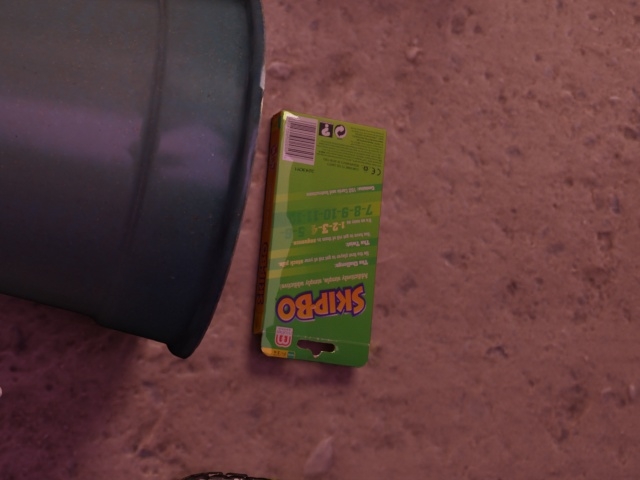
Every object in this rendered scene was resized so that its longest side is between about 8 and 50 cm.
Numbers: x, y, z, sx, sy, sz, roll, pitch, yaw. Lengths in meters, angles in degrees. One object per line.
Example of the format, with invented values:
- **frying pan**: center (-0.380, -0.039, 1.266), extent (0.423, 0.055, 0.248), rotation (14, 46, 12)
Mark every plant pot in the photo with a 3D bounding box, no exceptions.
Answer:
- **plant pot**: center (-0.254, -0.087, 1.305), extent (0.334, 0.341, 0.341), rotation (10, 79, -14)

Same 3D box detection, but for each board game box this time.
- **board game box**: center (0.000, 0.000, 1.547), extent (0.124, 0.039, 0.259), rotation (9, 76, -22)

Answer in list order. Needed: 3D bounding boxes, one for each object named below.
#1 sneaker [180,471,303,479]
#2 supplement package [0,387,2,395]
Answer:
- **sneaker**: center (-0.016, 0.301, 1.471), extent (0.279, 0.107, 0.118), rotation (9, 85, -12)
- **supplement package**: center (-0.439, 0.193, 1.243), extent (0.175, 0.177, 0.293), rotation (41, 68, -11)
